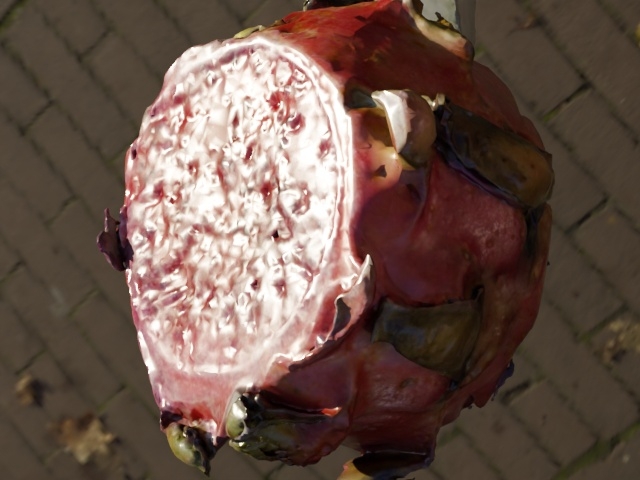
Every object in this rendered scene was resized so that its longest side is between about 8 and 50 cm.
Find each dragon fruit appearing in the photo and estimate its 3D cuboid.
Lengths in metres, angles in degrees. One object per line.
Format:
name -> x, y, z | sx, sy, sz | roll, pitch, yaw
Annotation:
dragon fruit -> 0.000, 0.000, 0.791 | 0.211, 0.147, 0.282 | -12, 71, 31

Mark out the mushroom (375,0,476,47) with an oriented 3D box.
mushroom -> -0.052, -0.218, 0.962 | 0.329, 0.122, 0.159 | 19, 94, 11
